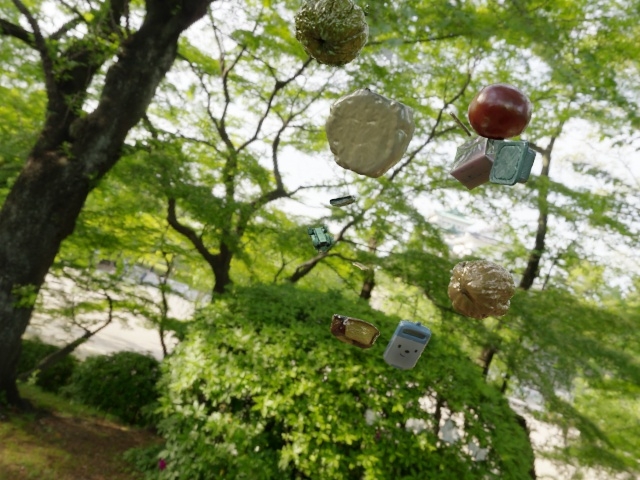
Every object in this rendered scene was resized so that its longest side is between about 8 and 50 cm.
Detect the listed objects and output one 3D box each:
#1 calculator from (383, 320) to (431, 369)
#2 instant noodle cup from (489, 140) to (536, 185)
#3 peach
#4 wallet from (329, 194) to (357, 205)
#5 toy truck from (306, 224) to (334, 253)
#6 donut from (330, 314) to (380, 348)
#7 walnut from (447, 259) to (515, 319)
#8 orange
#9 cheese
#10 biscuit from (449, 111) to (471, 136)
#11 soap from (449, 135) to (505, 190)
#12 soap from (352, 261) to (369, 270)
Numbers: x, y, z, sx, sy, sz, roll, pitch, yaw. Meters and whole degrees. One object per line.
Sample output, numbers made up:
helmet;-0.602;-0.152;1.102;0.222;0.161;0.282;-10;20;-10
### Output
calculator;0.303;0.365;1.858;0.121;0.210;0.039;19;27;-7
instant noodle cup;0.669;-0.263;1.832;0.070;0.157;0.179;13;7;-15
peach;0.710;-0.504;2.092;0.244;0.243;0.199;17;-12;23
wallet;0.105;-0.174;2.373;0.111;0.039;0.155;-12;-1;12
toy truck;0.000;0.001;1.963;0.080;0.077;0.154;-8;24;-9
donut;0.119;0.330;1.907;0.184;0.073;0.166;14;-22;27
walnut;0.600;0.180;1.967;0.257;0.224;0.257;25;35;-20
orange;0.034;-0.822;2.069;0.301;0.223;0.300;29;-31;0
cheese;0.168;-0.377;1.823;0.327;0.317;0.115;-28;-8;32
biscuit;0.611;-0.506;2.308;0.147;0.018;0.071;53;16;10
soap;0.676;-0.340;2.238;0.138;0.182;0.199;39;-37;-19
soap;0.165;0.106;2.171;0.034;0.012;0.089;-12;23;-32
